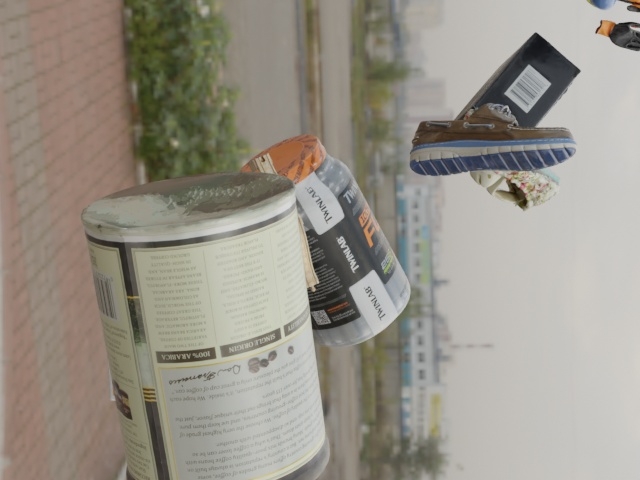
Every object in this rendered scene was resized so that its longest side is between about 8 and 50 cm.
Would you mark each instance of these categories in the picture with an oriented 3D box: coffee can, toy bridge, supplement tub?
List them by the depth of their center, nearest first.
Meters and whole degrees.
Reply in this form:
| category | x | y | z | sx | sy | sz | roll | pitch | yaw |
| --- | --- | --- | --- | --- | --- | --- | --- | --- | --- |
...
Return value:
| category | x | y | z | sx | sy | sz | roll | pitch | yaw |
| --- | --- | --- | --- | --- | --- | --- | --- | --- | --- |
| coffee can | -0.105 | 0.091 | 1.053 | 0.201 | 0.201 | 0.276 | -78 | 162 | -73 |
| toy bridge | -0.042 | -0.022 | 1.424 | 0.188 | 0.026 | 0.063 | 69 | -16 | -4 |
| supplement tub | 0.000 | 0.000 | 1.786 | 0.316 | 0.193 | 0.194 | 60 | 16 | -24 |

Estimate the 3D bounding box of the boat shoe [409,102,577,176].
| category | x | y | z | sx | sy | sz | roll | pitch | yaw |
| --- | --- | --- | --- | --- | --- | --- | --- | --- | --- |
| boat shoe | 0.186 | -0.114 | 1.201 | 0.066 | 0.183 | 0.066 | 46 | 45 | -65 |

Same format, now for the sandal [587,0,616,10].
| category | x | y | z | sx | sy | sz | roll | pitch | yaw |
| --- | --- | --- | --- | --- | --- | --- | --- | --- | --- |
| sandal | 0.448 | -0.414 | 1.406 | 0.317 | 0.138 | 0.126 | -59 | -177 | 45 |

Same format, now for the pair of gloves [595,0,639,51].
| category | x | y | z | sx | sy | sz | roll | pitch | yaw |
| --- | --- | --- | --- | --- | --- | --- | --- | --- | --- |
| pair of gloves | 0.382 | -0.271 | 1.338 | 0.010 | 0.074 | 0.083 | -84 | -168 | -56 |

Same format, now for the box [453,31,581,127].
| category | x | y | z | sx | sy | sz | roll | pitch | yaw |
| --- | --- | --- | --- | --- | --- | --- | --- | --- | --- |
| box | 0.281 | -0.203 | 1.641 | 0.156 | 0.093 | 0.158 | -49 | -179 | -14 |

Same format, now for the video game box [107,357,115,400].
| category | x | y | z | sx | sy | sz | roll | pitch | yaw |
| --- | --- | --- | --- | --- | --- | --- | --- | --- | --- |
| video game box | -0.167 | 0.098 | 1.368 | 0.048 | 0.205 | 0.187 | 15 | 69 | -77 |

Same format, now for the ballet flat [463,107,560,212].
| category | x | y | z | sx | sy | sz | roll | pitch | yaw |
| --- | --- | --- | --- | --- | --- | --- | --- | --- | --- |
| ballet flat | 0.244 | -0.094 | 1.461 | 0.241 | 0.077 | 0.091 | 29 | 21 | -48 |
